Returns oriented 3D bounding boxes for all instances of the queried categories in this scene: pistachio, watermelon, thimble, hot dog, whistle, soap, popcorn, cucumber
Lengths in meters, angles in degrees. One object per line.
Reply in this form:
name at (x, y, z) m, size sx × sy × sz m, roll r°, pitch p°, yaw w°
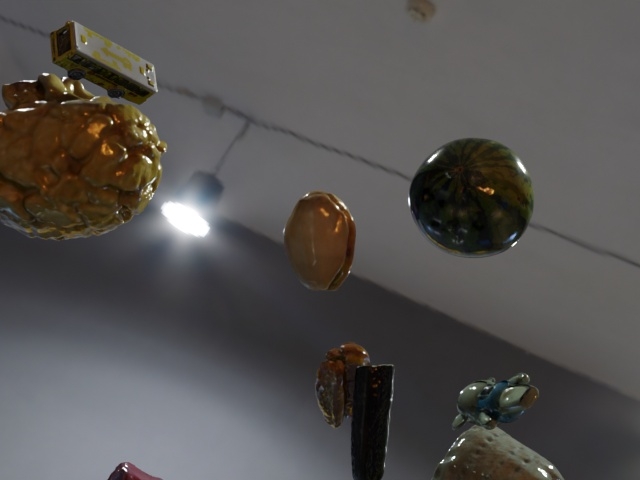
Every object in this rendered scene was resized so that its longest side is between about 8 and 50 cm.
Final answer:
pistachio at (0.000, 0.000, 1.989) m, size 0.145 × 0.200 × 0.117 m, roll 0°, pitch 5°, yaw 27°
watermelon at (0.353, -0.096, 2.321) m, size 0.285 × 0.285 × 0.285 m, roll 26°, pitch -24°, yaw 12°
thimble at (0.315, 0.509, 1.878) m, size 0.195 × 0.291 × 0.291 m, roll 29°, pitch -21°, yaw 33°
hot dog at (0.042, 0.291, 1.985) m, size 0.072 × 0.115 × 0.269 m, roll 42°, pitch -28°, yaw 26°
whistle at (0.284, 0.258, 1.591) m, size 0.077 × 0.114 × 0.236 m, roll 44°, pitch -19°, yaw -4°
soap at (-0.455, 0.626, 2.296) m, size 0.127 × 0.220 × 0.325 m, roll 26°, pitch -35°, yaw -11°
popcorn at (-0.524, -0.153, 2.084) m, size 0.390 × 0.354 × 0.344 m, roll 29°, pitch -21°, yaw 29°
cucumber at (0.091, 0.346, 1.858) m, size 0.074 × 0.241 × 0.074 m, roll 5°, pitch 1°, yaw 0°

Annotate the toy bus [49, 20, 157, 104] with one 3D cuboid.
toy bus at (-0.411, -0.331, 1.909) m, size 0.074 × 0.081 × 0.226 m, roll -23°, pitch -28°, yaw 28°
